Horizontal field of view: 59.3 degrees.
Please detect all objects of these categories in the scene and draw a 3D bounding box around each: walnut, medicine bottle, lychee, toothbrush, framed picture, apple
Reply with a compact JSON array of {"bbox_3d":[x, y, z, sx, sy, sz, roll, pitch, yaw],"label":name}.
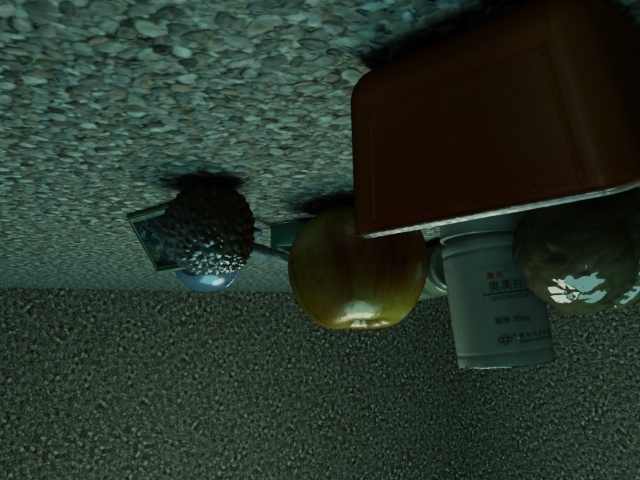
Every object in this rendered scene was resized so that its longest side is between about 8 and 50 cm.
[{"bbox_3d":[0.469,0.008,0.980,0.248,0.248,0.248,-1,170,0],"label":"walnut"},{"bbox_3d":[0.353,0.087,1.149,0.190,0.332,0.190,-6,171,-1],"label":"medicine bottle"},{"bbox_3d":[-0.193,-0.025,0.949,0.165,0.197,0.165,-32,153,-19],"label":"lychee"},{"bbox_3d":[0.342,0.094,1.687,0.151,0.151,0.322,0,170,-10],"label":"medicine bottle"},{"bbox_3d":[-0.093,0.040,1.342,0.042,0.035,0.413,-20,165,17],"label":"toothbrush"},{"bbox_3d":[-0.309,-0.001,1.128,0.183,0.142,0.011,-9,-158,40],"label":"framed picture"},{"bbox_3d":[0.074,0.056,1.122,0.286,0.233,0.286,-7,159,-3],"label":"apple"}]

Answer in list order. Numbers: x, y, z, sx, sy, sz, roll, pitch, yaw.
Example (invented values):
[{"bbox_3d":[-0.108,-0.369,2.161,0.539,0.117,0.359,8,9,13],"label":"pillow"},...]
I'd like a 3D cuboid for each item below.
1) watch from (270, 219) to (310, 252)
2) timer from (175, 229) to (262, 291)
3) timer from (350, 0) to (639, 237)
[{"bbox_3d":[0.000,0.000,1.340,0.237,0.068,0.195,3,171,-18],"label":"watch"},{"bbox_3d":[-0.240,0.016,1.267,0.175,0.175,0.255,-2,-160,4],"label":"timer"},{"bbox_3d":[0.190,-0.099,0.543,0.257,0.161,0.250,-11,174,43],"label":"timer"}]
